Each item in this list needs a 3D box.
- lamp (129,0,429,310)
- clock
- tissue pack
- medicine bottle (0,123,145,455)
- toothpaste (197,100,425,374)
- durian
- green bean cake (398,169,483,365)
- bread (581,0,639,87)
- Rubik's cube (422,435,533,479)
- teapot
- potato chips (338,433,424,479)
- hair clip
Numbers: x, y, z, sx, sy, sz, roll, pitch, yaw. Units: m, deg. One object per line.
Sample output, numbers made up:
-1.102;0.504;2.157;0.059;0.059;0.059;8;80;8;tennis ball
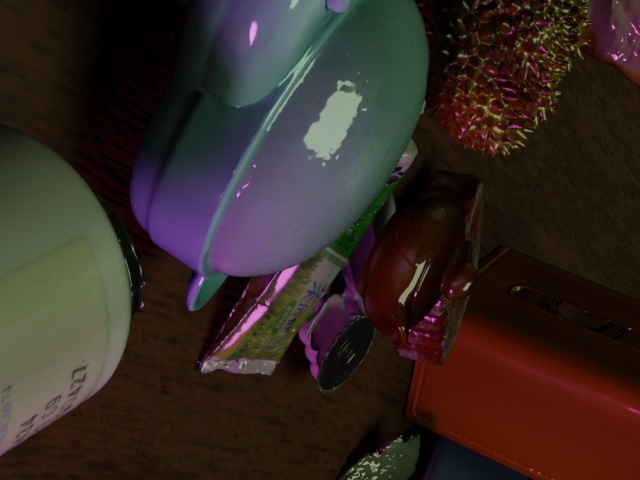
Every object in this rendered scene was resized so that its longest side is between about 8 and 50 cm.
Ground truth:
-0.021;-0.090;0.764;0.209;0.147;0.284;-55;154;-33;lamp
0.021;0.090;1.097;0.074;0.010;0.083;-51;157;-11;clock
0.257;0.136;1.368;0.194;0.275;0.145;-32;139;-52;tissue pack
-0.204;0.052;0.531;0.258;0.143;0.143;-32;139;-52;medicine bottle
0.000;0.000;0.948;0.078;0.047;0.248;8;122;-48;toothpaste
0.135;-0.159;1.049;0.158;0.137;0.168;-70;150;-42;durian
0.100;0.023;1.188;0.135;0.056;0.135;86;20;-48;green bean cake
0.368;-0.257;1.267;0.250;0.279;0.225;-49;164;-32;bread
0.236;0.389;1.422;0.322;0.316;0.318;-55;158;-58;Rubik's cube
0.079;0.026;1.045;0.129;0.078;0.098;-54;159;-36;teapot
0.056;0.295;1.367;0.167;0.059;0.228;-61;156;-27;potato chips
0.025;0.012;1.068;0.140;0.054;0.220;-59;157;-25;hair clip
